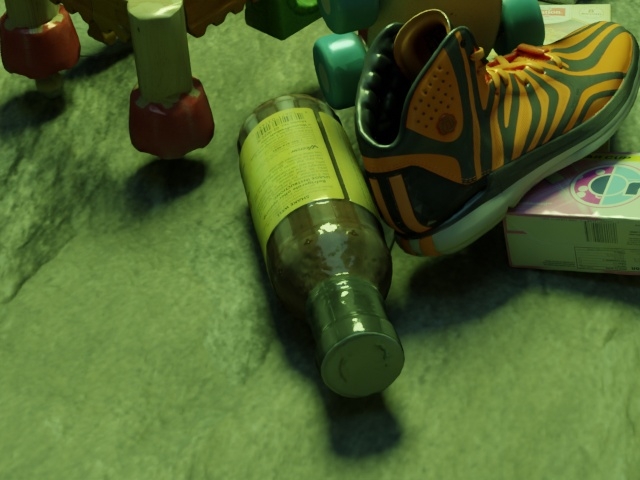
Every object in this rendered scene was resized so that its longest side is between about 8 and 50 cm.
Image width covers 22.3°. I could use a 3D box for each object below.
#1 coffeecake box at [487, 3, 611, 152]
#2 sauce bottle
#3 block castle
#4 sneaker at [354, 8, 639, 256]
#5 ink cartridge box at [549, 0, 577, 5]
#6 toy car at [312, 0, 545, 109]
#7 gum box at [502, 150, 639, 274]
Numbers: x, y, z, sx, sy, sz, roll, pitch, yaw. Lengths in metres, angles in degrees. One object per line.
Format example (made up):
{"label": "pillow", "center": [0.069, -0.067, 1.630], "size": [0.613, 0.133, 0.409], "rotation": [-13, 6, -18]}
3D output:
{"label": "coffeecake box", "center": [0.223, -0.166, 1.645], "size": [0.142, 0.068, 0.185], "rotation": [0, 37, 10]}
{"label": "sauce bottle", "center": [0.000, 0.000, 1.419], "size": [0.111, 0.111, 0.344], "rotation": [-9, 36, -5]}
{"label": "block castle", "center": [-0.102, -0.280, 1.730], "size": [0.303, 0.213, 0.453], "rotation": [30, 51, 33]}
{"label": "sneaker", "center": [0.158, -0.143, 1.430], "size": [0.321, 0.180, 0.124], "rotation": [-42, 31, -28]}
{"label": "ink cartridge box", "center": [0.292, -0.335, 1.843], "size": [0.052, 0.088, 0.122], "rotation": [20, 44, 26]}
{"label": "toy car", "center": [0.077, -0.282, 1.558], "size": [0.219, 0.210, 0.238], "rotation": [-16, 58, -11]}
{"label": "gum box", "center": [0.268, -0.026, 1.441], "size": [0.188, 0.062, 0.107], "rotation": [4, 37, 24]}
